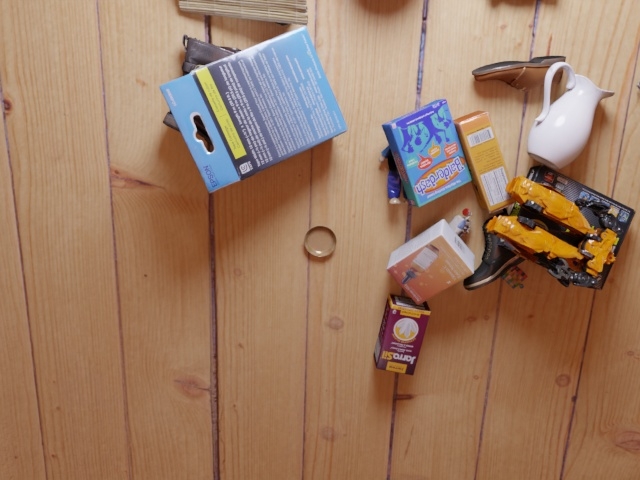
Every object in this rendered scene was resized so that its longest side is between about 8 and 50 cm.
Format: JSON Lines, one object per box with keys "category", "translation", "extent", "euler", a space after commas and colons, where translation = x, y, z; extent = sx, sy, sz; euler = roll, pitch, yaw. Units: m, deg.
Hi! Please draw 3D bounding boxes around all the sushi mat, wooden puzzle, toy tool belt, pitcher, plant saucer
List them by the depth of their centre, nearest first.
{"category": "sushi mat", "translation": [-0.176, -0.553, 1.227], "extent": [0.317, 0.019, 0.151], "euler": [11, 135, 14]}
{"category": "pitcher", "translation": [0.548, -0.285, 1.305], "extent": [0.178, 0.125, 0.207], "euler": [26, 99, -21]}
{"category": "toy tool belt", "translation": [0.355, -0.040, 1.427], "extent": [0.051, 0.052, 0.083], "euler": [25, 111, -38]}
{"category": "plant saucer", "translation": [0.000, 0.000, 1.456], "extent": [0.084, 0.015, 0.083], "euler": [0, 107, 1]}
{"category": "wooden puzzle", "translation": [0.503, 0.094, 1.479], "extent": [0.083, 0.006, 0.049], "euler": [41, 103, -10]}

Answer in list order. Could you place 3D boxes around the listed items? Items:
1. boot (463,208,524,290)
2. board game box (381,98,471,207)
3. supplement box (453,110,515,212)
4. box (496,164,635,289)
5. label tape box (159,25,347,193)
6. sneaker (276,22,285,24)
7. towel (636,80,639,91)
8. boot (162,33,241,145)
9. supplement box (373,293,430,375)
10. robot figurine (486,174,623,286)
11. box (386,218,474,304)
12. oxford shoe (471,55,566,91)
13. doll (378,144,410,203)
{"category": "boot", "translation": [0.419, 0.023, 1.434], "extent": [0.198, 0.077, 0.137], "euler": [-35, 98, -3]}
{"category": "board game box", "translation": [0.254, -0.206, 1.345], "extent": [0.160, 0.047, 0.210], "euler": [-28, 108, -15]}
{"category": "supplement box", "translation": [0.392, -0.188, 1.364], "extent": [0.080, 0.078, 0.233], "euler": [-20, 105, 4]}
{"category": "box", "translation": [0.597, -0.031, 1.385], "extent": [0.270, 0.060, 0.216], "euler": [25, 87, -6]}
{"category": "label tape box", "translation": [-0.147, -0.289, 1.269], "extent": [0.348, 0.115, 0.249], "euler": [-27, 105, -13]}
{"category": "sneaker", "translation": [-0.100, -0.610, 1.222], "extent": [0.098, 0.135, 0.275], "euler": [-5, 107, 0]}
{"category": "towel", "translation": [0.893, -0.377, 1.318], "extent": [0.282, 0.049, 0.187], "euler": [-32, 104, 8]}
{"category": "boot", "translation": [-0.228, -0.336, 1.329], "extent": [0.263, 0.091, 0.228], "euler": [22, 99, -10]}
{"category": "supplement box", "translation": [0.211, 0.245, 1.489], "extent": [0.104, 0.081, 0.188], "euler": [11, 106, -2]}
{"category": "robot figurine", "translation": [0.543, -0.021, 1.307], "extent": [0.291, 0.085, 0.211], "euler": [28, 88, -5]}
{"category": "box", "translation": [0.272, 0.055, 1.405], "extent": [0.171, 0.091, 0.130], "euler": [-36, 103, 29]}
{"category": "oxford shoe", "translation": [0.456, -0.378, 1.313], "extent": [0.213, 0.076, 0.075], "euler": [-4, 115, 2]}
{"category": "doll", "translation": [0.206, -0.185, 1.384], "extent": [0.129, 0.046, 0.188], "euler": [0, 101, 0]}
